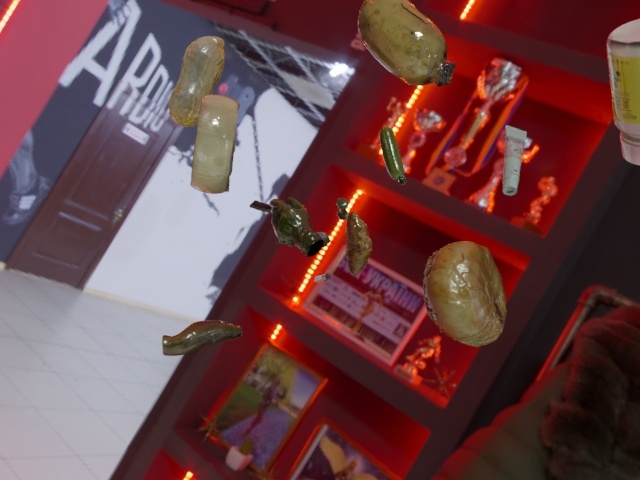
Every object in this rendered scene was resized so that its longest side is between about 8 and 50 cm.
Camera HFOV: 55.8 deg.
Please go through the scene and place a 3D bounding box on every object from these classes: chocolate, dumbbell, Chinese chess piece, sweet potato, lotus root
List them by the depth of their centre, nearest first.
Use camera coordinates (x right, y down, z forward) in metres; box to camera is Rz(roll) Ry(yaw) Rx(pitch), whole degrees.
[{"bbox_3d":[0.192,-0.445,1.361,0.160,0.146,0.284,-22,62,-45],"label":"lotus root"},{"bbox_3d":[-0.264,-0.240,1.523,0.103,0.249,0.250,9,2,-10],"label":"Chinese chess piece"},{"bbox_3d":[-0.393,-0.508,1.914,0.134,0.309,0.134,21,-5,2],"label":"chocolate"},{"bbox_3d":[-0.375,0.303,1.939,0.286,0.112,0.085,-12,69,-40],"label":"sweet potato"},{"bbox_3d":[0.091,-0.127,2.457,0.052,0.046,0.118,53,-12,24],"label":"dumbbell"}]

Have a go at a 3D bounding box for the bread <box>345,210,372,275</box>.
[{"bbox_3d":[0.138,0.009,2.154,0.076,0.233,0.105,-8,8,-31],"label":"bread"}]

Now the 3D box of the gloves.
[{"bbox_3d":[-0.089,-0.051,1.877,0.268,0.135,0.107,43,-3,43],"label":"gloves"}]

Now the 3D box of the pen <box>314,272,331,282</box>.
[{"bbox_3d":[0.007,0.137,2.206,0.028,0.028,0.239,30,-10,-5],"label":"pen"}]

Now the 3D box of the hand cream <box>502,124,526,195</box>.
[{"bbox_3d":[0.711,-0.301,2.239,0.085,0.331,0.058,16,-37,3],"label":"hand cream"}]

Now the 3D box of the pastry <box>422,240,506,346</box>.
[{"bbox_3d":[0.531,0.200,2.248,0.245,0.409,0.409,-14,-31,36],"label":"pastry"}]

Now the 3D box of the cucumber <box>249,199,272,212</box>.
[{"bbox_3d":[-0.201,-0.121,2.250,0.135,0.034,0.033,18,15,17],"label":"cucumber"}]

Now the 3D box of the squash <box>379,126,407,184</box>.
[{"bbox_3d":[0.268,-0.313,2.265,0.066,0.252,0.066,-10,-20,-4],"label":"squash"}]

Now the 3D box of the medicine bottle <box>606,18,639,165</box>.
[{"bbox_3d":[0.926,-0.415,1.681,0.213,0.214,0.378,28,-33,53],"label":"medicine bottle"}]

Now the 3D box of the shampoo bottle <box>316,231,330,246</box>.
[{"bbox_3d":[0.000,0.000,2.471,0.080,0.040,0.165,-10,-13,7],"label":"shampoo bottle"}]
